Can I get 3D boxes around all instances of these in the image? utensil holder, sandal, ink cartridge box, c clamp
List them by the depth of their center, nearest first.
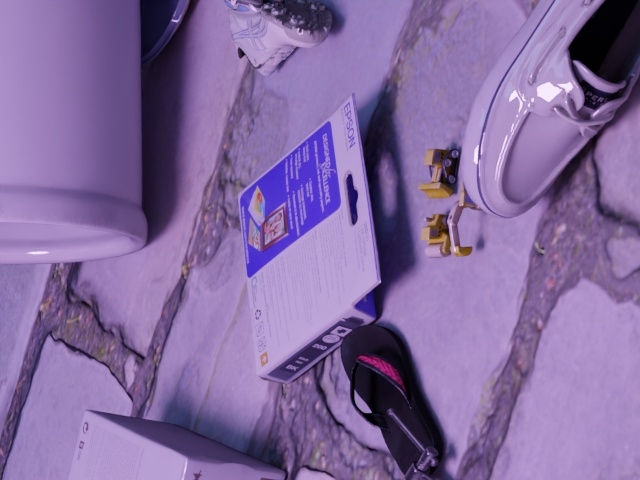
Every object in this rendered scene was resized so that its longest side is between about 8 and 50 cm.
[{"bbox_3d":[0.071,0.246,1.604,0.137,0.022,0.161,44,119,40],"label":"c clamp"},{"bbox_3d":[0.054,0.134,1.659,0.067,0.040,0.179,-60,36,26],"label":"sandal"},{"bbox_3d":[0.000,0.000,1.786,0.208,0.045,0.206,-39,48,45],"label":"ink cartridge box"},{"bbox_3d":[-0.350,-0.184,2.090,0.327,0.327,0.386,-11,76,55],"label":"utensil holder"}]

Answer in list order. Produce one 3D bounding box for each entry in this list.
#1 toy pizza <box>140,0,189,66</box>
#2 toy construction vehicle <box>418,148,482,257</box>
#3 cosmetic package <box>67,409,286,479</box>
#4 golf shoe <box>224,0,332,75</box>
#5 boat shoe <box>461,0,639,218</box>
[{"bbox_3d":[-0.190,-0.294,2.196,0.201,0.032,0.201,-26,58,49],"label":"toy pizza"},{"bbox_3d":[0.110,-0.034,1.640,0.086,0.035,0.098,2,81,57],"label":"toy construction vehicle"},{"bbox_3d":[-0.145,0.233,1.860,0.231,0.117,0.086,15,92,59],"label":"cosmetic package"},{"bbox_3d":[-0.040,-0.206,1.924,0.176,0.069,0.086,-146,53,-59],"label":"golf shoe"},{"bbox_3d":[0.203,-0.129,1.487,0.267,0.096,0.088,-59,31,11],"label":"boat shoe"}]
